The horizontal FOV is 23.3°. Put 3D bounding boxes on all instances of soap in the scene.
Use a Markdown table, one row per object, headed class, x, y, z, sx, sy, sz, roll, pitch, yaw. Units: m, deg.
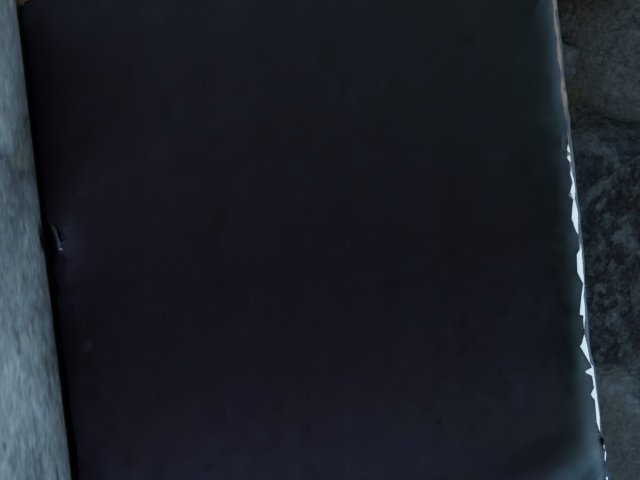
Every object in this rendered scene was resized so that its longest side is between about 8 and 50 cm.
| class | x | y | z | sx | sy | sz | roll | pitch | yaw |
| --- | --- | --- | --- | --- | --- | --- | --- | --- | --- |
| soap | 0.000 | 0.000 | 0.833 | 0.107 | 0.285 | 0.296 | -46 | 132 | -83 |
